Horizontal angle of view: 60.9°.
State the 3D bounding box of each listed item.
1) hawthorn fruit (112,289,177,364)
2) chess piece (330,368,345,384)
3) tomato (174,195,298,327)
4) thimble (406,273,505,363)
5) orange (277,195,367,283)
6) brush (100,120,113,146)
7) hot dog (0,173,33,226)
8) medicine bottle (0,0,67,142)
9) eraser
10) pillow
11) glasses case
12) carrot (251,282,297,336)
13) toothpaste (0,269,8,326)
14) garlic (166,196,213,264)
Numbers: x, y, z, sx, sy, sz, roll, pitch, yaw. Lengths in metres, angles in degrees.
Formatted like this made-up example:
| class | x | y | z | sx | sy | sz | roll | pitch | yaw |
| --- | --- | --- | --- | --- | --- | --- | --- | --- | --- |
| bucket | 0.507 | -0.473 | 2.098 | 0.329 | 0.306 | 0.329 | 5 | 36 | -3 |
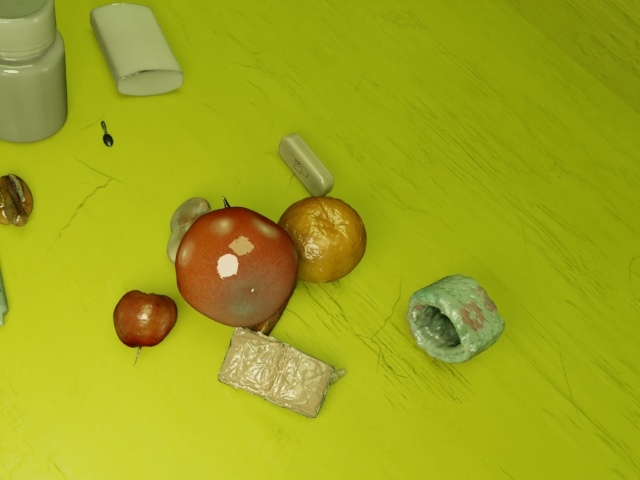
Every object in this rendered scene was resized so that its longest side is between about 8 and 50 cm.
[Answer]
| class | x | y | z | sx | sy | sz | roll | pitch | yaw |
| --- | --- | --- | --- | --- | --- | --- | --- | --- | --- |
| hawthorn fruit | -0.351 | 0.162 | 1.093 | 0.125 | 0.125 | 0.140 | -22 | 102 | -32 |
| chess piece | 0.017 | 0.304 | 1.199 | 0.092 | 0.035 | 0.035 | -16 | 66 | -34 |
| tomato | -0.172 | 0.056 | 1.128 | 0.256 | 0.255 | 0.224 | -2 | 24 | -23 |
| thimble | 0.321 | 0.191 | 1.292 | 0.149 | 0.185 | 0.211 | -21 | 36 | -34 |
| orange | -0.001 | -0.002 | 1.291 | 0.219 | 0.193 | 0.219 | 16 | 39 | -14 |
| brush | -0.535 | -0.267 | 1.358 | 0.024 | 0.008 | 0.083 | -12 | 64 | -25 |
| hot dog | -0.660 | -0.082 | 1.155 | 0.090 | 0.060 | 0.140 | -10 | 66 | -22 |
| medicine bottle | -0.667 | -0.395 | 1.179 | 0.208 | 0.339 | 0.208 | 11 | 55 | -16 |
| eraser | -0.504 | -0.524 | 1.486 | 0.174 | 0.094 | 0.270 | -15 | 66 | -30 |
| pillow | -0.092 | 0.275 | 1.139 | 0.233 | 0.043 | 0.126 | 23 | 72 | 0 |
| glasses case | -0.040 | -0.204 | 1.474 | 0.050 | 0.083 | 0.196 | -28 | 71 | -34 |
| carrot | -0.119 | 0.170 | 1.220 | 0.061 | 0.061 | 0.209 | 28 | 57 | -4 |
| toothpaste | -0.654 | 0.073 | 1.072 | 0.064 | 0.041 | 0.218 | -18 | 63 | -25 |
| garlic | -0.290 | -0.017 | 1.245 | 0.124 | 0.099 | 0.174 | 6 | 56 | 7 |
